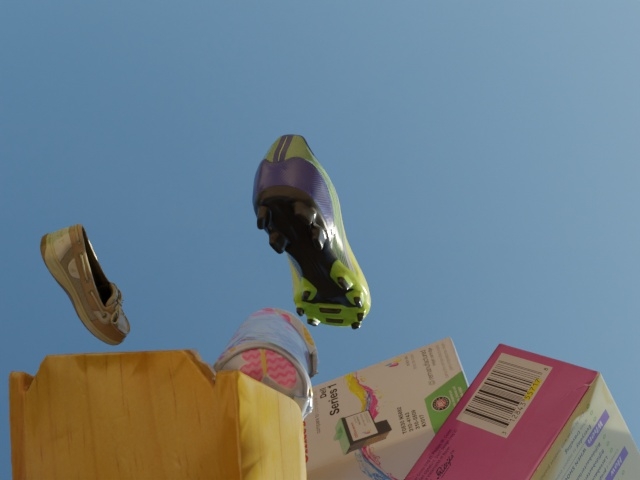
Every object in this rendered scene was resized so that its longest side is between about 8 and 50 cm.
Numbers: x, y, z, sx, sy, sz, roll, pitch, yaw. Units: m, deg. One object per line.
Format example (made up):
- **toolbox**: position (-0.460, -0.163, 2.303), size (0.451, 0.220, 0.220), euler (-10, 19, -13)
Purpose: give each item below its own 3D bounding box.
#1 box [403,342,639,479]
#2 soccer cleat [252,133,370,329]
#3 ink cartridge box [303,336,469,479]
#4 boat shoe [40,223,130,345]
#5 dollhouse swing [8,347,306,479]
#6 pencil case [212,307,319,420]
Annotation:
- **box**: position (0.203, 0.263, 0.888), size (0.117, 0.243, 0.213), euler (12, -125, 49)
- **soccer cleat**: position (0.001, 0.000, 1.040), size (0.093, 0.289, 0.121), euler (-3, -126, 16)
- **ink cartridge box**: position (0.092, 0.279, 1.347), size (0.278, 0.117, 0.201), euler (-21, -155, 6)
- **boat shoe**: position (-0.236, 0.048, 0.979), size (0.048, 0.153, 0.056), euler (-21, -149, 8)
- **dollhouse swing**: position (-0.138, 0.282, 1.130), size (0.346, 0.315, 0.305), euler (-6, 175, 33)
- **pencil case**: position (-0.065, 0.161, 1.160), size (0.124, 0.113, 0.273), euler (38, -176, -1)
